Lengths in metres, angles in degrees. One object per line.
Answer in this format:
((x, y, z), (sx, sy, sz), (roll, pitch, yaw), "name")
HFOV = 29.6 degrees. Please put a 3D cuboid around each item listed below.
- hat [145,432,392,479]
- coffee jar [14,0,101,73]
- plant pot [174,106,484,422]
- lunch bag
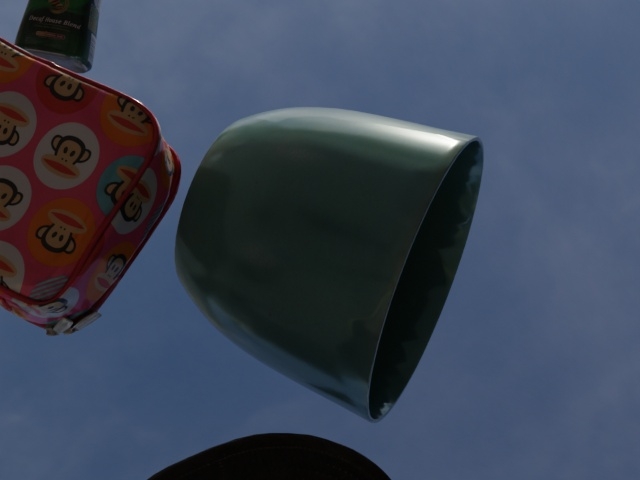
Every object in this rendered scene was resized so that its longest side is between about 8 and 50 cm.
((-0.086, 0.295, 1.002), (0.134, 0.331, 0.331), (18, -96, 60), "hat")
((-0.317, -0.308, 1.514), (0.096, 0.079, 0.184), (9, -101, 4), "coffee jar")
((0.000, 0.000, 1.196), (0.235, 0.293, 0.293), (21, -94, 16), "plant pot")
((-0.306, -0.049, 1.143), (0.293, 0.120, 0.258), (28, -103, 16), "lunch bag")
